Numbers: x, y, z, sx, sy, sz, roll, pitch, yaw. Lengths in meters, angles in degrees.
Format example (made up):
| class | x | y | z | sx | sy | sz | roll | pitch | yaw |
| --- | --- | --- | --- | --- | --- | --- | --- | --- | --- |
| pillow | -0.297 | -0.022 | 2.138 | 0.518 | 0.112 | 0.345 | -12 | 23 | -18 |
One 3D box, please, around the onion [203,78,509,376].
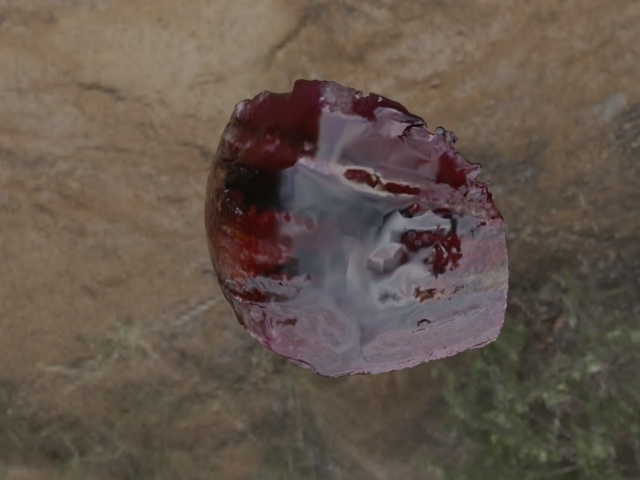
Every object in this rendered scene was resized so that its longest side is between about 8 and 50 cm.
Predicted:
| class | x | y | z | sx | sy | sz | roll | pitch | yaw |
| --- | --- | --- | --- | --- | --- | --- | --- | --- | --- |
| onion | 0.000 | 0.000 | 1.126 | 0.314 | 0.146 | 0.280 | 14 | 137 | 28 |
